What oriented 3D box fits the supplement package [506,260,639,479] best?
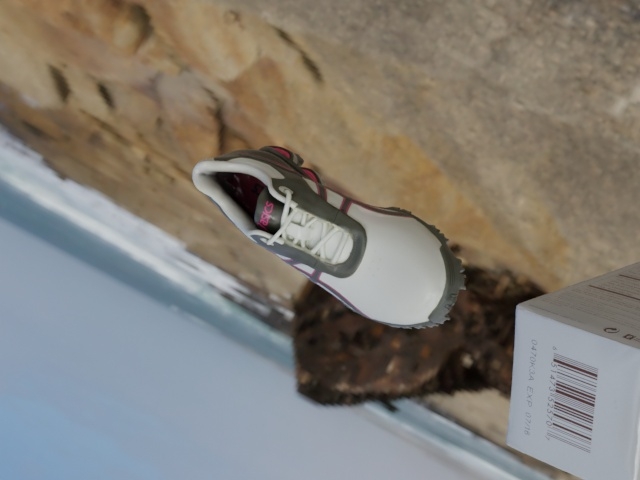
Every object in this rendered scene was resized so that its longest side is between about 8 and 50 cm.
[{"bbox_3d":[0.224,0.085,0.829,0.179,0.105,0.105,-14,-158,-41],"label":"supplement package"}]

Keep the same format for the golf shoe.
[{"bbox_3d":[0.000,0.000,1.088,0.272,0.105,0.120,29,-166,32],"label":"golf shoe"}]
